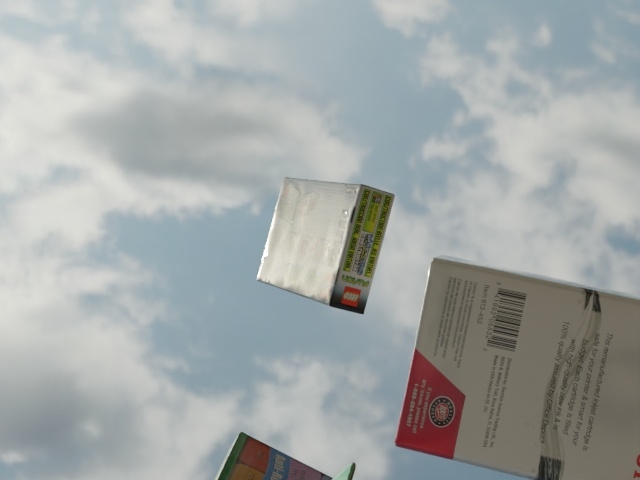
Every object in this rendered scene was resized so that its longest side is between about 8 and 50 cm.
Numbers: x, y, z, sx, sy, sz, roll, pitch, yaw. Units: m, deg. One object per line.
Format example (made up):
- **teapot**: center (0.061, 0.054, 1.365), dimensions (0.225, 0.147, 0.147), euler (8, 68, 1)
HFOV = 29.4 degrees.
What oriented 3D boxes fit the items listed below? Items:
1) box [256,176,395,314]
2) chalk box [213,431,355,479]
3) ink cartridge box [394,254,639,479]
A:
- **box**: center (0.000, 0.000, 1.175), dimensions (0.036, 0.114, 0.207), euler (15, 180, -22)
- **chalk box**: center (-0.036, 0.232, 0.817), dimensions (0.132, 0.213, 0.132), euler (26, -148, 1)
- **ink cartridge box**: center (0.201, 0.120, 1.082), dimensions (0.237, 0.172, 0.100), euler (12, -176, 10)
